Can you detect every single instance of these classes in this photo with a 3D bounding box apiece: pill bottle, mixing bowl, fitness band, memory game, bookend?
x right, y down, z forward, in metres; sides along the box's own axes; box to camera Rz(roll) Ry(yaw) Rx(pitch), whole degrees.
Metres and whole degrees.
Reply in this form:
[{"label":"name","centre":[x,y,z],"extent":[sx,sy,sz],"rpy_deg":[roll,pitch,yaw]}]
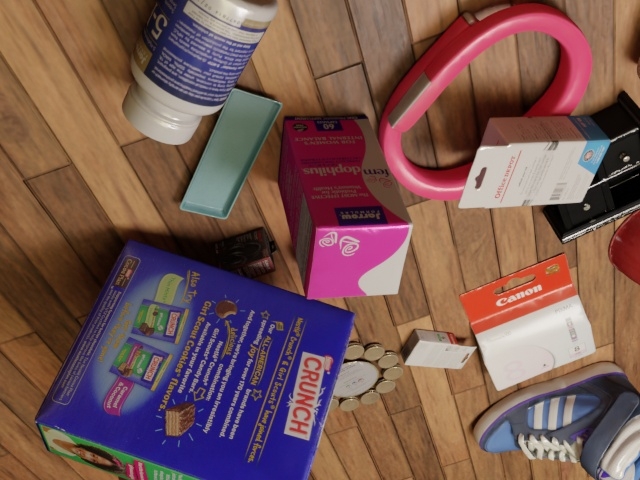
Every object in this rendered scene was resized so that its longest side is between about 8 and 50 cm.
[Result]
[{"label":"pill bottle","centre":[-0.135,-0.198,0.809],"extent":[0.112,0.112,0.186],"rpy_deg":[18,125,-28]},{"label":"mixing bowl","centre":[0.561,0.022,1.206],"extent":[0.181,0.098,0.181],"rpy_deg":[-7,132,-8]},{"label":"fitness band","centre":[0.203,-0.170,0.970],"extent":[0.209,0.054,0.291],"rpy_deg":[23,124,-34]},{"label":"memory game","centre":[0.051,0.238,1.331],"extent":[0.186,0.012,0.186],"rpy_deg":[-7,134,-8]},{"label":"bookend","centre":[0.378,-0.097,1.064],"extent":[0.156,0.072,0.157],"rpy_deg":[-25,133,9]}]

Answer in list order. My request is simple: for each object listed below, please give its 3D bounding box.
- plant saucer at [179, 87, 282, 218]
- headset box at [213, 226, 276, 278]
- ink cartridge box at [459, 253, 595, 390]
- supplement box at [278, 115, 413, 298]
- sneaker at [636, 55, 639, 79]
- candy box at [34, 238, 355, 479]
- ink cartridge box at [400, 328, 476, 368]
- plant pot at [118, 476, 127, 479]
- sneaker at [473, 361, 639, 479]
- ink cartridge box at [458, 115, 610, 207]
[{"label":"plant saucer","centre":[-0.115,-0.107,0.964],"extent":[0.067,0.018,0.192],"rpy_deg":[13,127,-25]},{"label":"headset box","centre":[-0.101,0.021,1.055],"extent":[0.083,0.062,0.032],"rpy_deg":[-18,135,3]},{"label":"ink cartridge box","centre":[0.353,0.145,1.296],"extent":[0.189,0.066,0.232],"rpy_deg":[-23,138,7]},{"label":"supplement box","centre":[0.022,-0.045,0.916],"extent":[0.111,0.220,0.114],"rpy_deg":[-3,133,-13]},{"label":"sneaker","centre":[0.572,-0.256,0.926],"extent":[0.350,0.131,0.148],"rpy_deg":[-9,138,-6]},{"label":"candy box","centre":[-0.145,0.178,0.969],"extent":[0.317,0.268,0.122],"rpy_deg":[18,148,3]},{"label":"ink cartridge box","centre":[0.201,0.187,1.311],"extent":[0.115,0.029,0.063],"rpy_deg":[8,129,-23]},{"label":"plant pot","centre":[-0.201,0.277,1.149],"extent":[0.272,0.272,0.265],"rpy_deg":[1,140,-15]},{"label":"sneaker","centre":[0.463,0.383,1.416],"extent":[0.323,0.236,0.130],"rpy_deg":[-27,133,10]},{"label":"ink cartridge box","centre":[0.258,-0.100,0.973],"extent":[0.180,0.060,0.104],"rpy_deg":[-3,135,-16]}]
